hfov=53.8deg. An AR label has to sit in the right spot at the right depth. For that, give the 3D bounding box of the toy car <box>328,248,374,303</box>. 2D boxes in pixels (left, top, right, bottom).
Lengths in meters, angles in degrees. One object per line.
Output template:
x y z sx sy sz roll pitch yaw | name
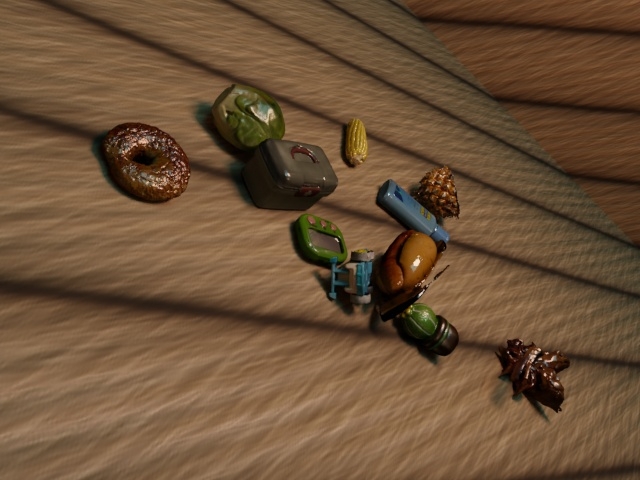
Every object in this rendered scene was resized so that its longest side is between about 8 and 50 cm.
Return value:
0.077 0.076 1.510 0.161 0.098 0.126 -47 140 -77 | toy car

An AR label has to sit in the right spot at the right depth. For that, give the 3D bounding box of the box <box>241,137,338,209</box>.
-0.074 -0.158 1.526 0.210 0.129 0.148 -1 58 -47 | box

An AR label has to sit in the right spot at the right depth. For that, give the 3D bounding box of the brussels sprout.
-0.173 -0.299 1.549 0.161 0.144 0.180 -48 111 -21 | brussels sprout

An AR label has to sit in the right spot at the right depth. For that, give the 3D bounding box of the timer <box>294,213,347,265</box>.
0.000 0.000 1.532 0.140 0.047 0.128 17 44 -38 | timer

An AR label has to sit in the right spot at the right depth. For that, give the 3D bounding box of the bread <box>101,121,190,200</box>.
-0.350 -0.164 1.287 0.193 0.064 0.193 26 43 -27 | bread

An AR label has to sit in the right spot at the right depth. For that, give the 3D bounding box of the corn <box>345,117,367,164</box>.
0.108 -0.300 1.921 0.067 0.067 0.206 31 36 -25 | corn

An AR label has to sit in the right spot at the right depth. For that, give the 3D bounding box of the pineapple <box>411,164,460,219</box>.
0.355 -0.145 2.002 0.161 0.137 0.176 -100 175 -52 | pineapple

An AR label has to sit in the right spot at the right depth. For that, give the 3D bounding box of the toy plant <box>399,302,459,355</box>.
0.267 0.216 1.581 0.162 0.093 0.093 39 36 -14 | toy plant

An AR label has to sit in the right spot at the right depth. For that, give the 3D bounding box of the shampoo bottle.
0.285 -0.075 1.905 0.258 0.061 0.104 38 37 -16 | shampoo bottle

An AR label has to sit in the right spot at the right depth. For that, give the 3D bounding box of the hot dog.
0.216 0.057 1.589 0.107 0.194 0.326 51 21 -7 | hot dog

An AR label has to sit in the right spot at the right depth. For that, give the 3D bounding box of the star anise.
0.590 0.365 1.751 0.346 0.148 0.237 15 44 -53 | star anise
